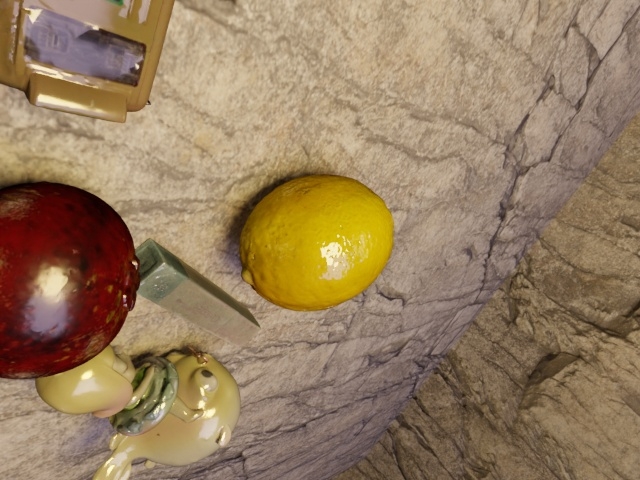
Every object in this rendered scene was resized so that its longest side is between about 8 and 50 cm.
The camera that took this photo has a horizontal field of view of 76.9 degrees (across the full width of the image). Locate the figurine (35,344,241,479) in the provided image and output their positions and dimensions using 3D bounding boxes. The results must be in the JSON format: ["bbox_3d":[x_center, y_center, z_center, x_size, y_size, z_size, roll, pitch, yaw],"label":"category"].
[{"bbox_3d":[-0.318,0.287,0.688,0.274,0.227,0.394,-61,141,-23],"label":"figurine"}]

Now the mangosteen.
[{"bbox_3d":[-0.337,0.036,0.437,0.258,0.215,0.215,9,125,-12],"label":"mangosteen"}]

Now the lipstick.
[{"bbox_3d":[-0.214,0.110,0.725,0.066,0.068,0.317,-42,145,-5],"label":"lipstick"}]

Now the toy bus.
[{"bbox_3d":[-0.183,-0.244,0.317,0.140,0.157,0.289,3,124,-46],"label":"toy bus"}]

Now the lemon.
[{"bbox_3d":[-0.004,0.001,0.688,0.263,0.236,0.235,-53,151,-28],"label":"lemon"}]
